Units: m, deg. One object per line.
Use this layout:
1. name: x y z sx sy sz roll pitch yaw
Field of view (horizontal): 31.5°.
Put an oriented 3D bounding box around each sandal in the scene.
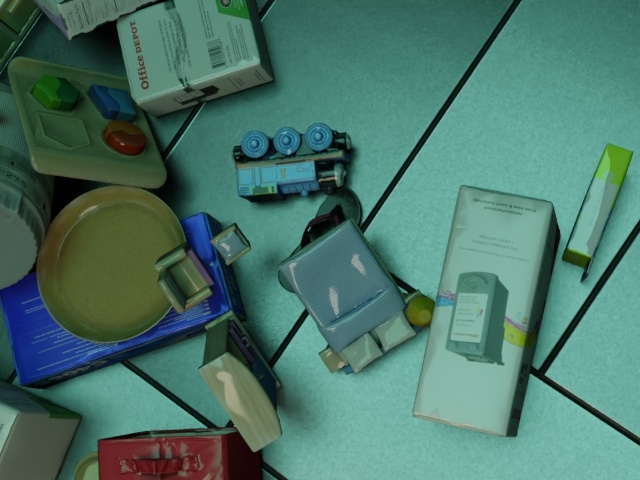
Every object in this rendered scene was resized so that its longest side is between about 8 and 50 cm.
1. sandal: 0.000 0.000 1.686 0.067 0.040 0.179 34 88 16

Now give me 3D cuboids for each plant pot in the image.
1. plant pot: -0.303 0.036 1.673 0.236 0.032 0.236 -3 77 12

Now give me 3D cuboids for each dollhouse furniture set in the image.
1. dollhouse furniture set: -0.024 0.082 1.538 0.303 0.198 0.286 -32 103 3

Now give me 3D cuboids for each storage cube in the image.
1. storage cube: -0.190 0.361 1.574 0.184 0.215 0.193 -4 85 11

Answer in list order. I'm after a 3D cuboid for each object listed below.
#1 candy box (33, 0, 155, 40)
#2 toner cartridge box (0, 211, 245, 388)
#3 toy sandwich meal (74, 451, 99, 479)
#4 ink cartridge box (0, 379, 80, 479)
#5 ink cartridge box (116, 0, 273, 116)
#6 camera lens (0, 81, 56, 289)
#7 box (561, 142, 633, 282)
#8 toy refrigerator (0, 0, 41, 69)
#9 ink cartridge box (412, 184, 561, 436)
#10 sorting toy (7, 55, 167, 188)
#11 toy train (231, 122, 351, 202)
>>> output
1. candy box: -0.348 -0.413 1.765 0.196 0.070 0.165 -29 51 -18
2. toner cartridge box: -0.302 0.093 1.717 0.348 0.075 0.165 -19 76 8
3. toy sandwich meal: -0.331 0.360 1.698 0.086 0.029 0.085 -1 82 8
4. ink cartridge box: -0.536 0.255 1.668 0.289 0.211 0.121 20 86 16
5. ink cartridge box: -0.195 -0.297 1.762 0.208 0.087 0.153 -15 76 9
6. camera lens: -0.506 -0.087 1.681 0.219 0.219 0.274 -15 44 9
7. box: 0.380 -0.036 1.575 0.042 0.109 0.178 21 84 11
8. toy refrigerator: -0.518 -0.384 1.842 0.094 0.102 0.269 33 87 16
9. ink cartridge box: 0.228 0.103 1.523 0.131 0.226 0.306 10 83 15
10. sorting toy: -0.384 -0.187 1.665 0.041 0.307 0.229 -54 44 36
11. toy train: -0.042 -0.115 1.702 0.184 0.080 0.105 -6 87 10
